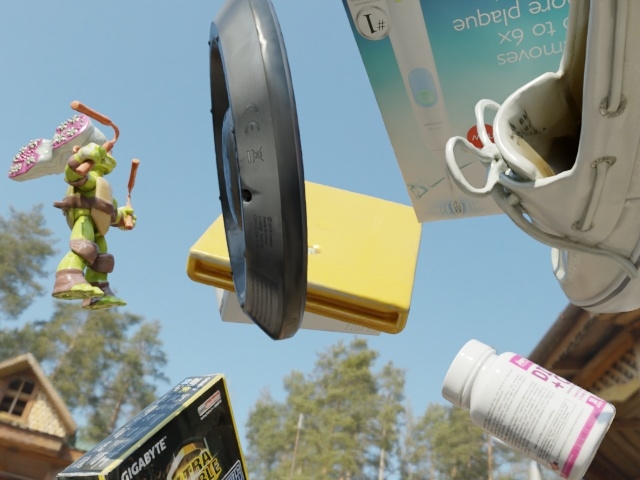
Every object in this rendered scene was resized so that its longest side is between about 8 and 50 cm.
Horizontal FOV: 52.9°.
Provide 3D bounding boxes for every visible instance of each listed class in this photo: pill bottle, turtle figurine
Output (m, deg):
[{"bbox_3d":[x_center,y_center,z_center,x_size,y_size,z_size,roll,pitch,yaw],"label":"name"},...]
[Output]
[{"bbox_3d":[0.385,0.312,1.214,0.283,0.160,0.160,27,-28,29],"label":"pill bottle"},{"bbox_3d":[-0.282,-0.033,0.784,0.087,0.217,0.269,0,-18,-7],"label":"turtle figurine"}]

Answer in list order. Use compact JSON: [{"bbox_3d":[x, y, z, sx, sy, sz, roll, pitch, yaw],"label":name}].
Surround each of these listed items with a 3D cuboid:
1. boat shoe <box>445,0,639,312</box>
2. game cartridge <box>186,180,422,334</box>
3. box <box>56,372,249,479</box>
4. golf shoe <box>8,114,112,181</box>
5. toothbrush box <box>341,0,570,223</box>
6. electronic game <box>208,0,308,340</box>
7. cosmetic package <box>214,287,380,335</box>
[{"bbox_3d":[0.157,-0.062,0.408,0.157,0.135,0.367,-2,-31,7],"label":"boat shoe"},{"bbox_3d":[0.000,0.000,0.929,0.285,0.323,0.052,15,-65,7],"label":"game cartridge"},{"bbox_3d":[-0.209,0.369,0.915,0.079,0.322,0.257,-8,-83,19],"label":"box"},{"bbox_3d":[-0.673,-0.206,1.659,0.306,0.115,0.140,-19,-40,25],"label":"golf shoe"},{"bbox_3d":[0.173,-0.171,0.656,0.216,0.126,0.295,-5,-45,22],"label":"toothbrush box"},{"bbox_3d":[-0.041,-0.048,0.427,0.048,0.229,0.229,-6,-35,-12],"label":"electronic game"},{"bbox_3d":[-0.024,0.073,1.422,0.385,0.156,0.217,11,-63,-21],"label":"cosmetic package"}]
